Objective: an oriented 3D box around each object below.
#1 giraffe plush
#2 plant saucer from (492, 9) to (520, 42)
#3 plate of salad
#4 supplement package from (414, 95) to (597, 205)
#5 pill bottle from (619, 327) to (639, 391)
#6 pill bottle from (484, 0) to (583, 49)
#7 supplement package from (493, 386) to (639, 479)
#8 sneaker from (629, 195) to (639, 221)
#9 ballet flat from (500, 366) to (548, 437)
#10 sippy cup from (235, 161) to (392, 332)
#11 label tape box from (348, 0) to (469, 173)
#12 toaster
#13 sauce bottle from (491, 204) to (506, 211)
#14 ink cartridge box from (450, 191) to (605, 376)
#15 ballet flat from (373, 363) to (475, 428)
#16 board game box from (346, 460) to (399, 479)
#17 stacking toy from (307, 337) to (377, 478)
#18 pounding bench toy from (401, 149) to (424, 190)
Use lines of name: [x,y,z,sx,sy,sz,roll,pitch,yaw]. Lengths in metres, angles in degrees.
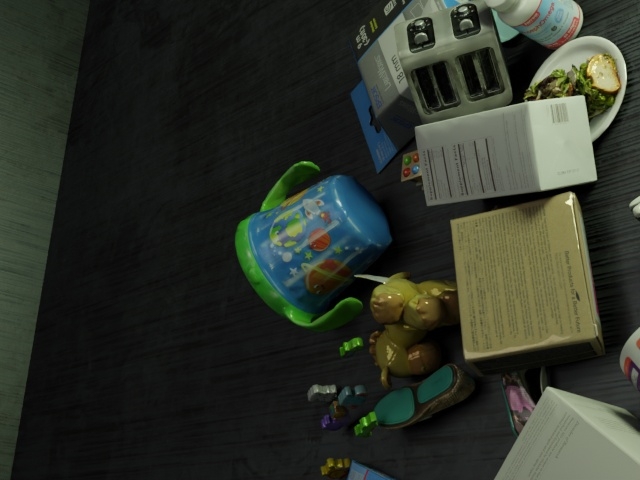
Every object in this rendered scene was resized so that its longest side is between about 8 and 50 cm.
giraffe plush: [0.142,0.155,1.711,0.210,0.181,0.170,12,106,44]
plant saucer: [0.334,-0.397,1.804,0.119,0.021,0.119,-27,55,45]
plate of salad: [0.391,-0.231,1.632,0.200,0.048,0.199,-25,56,45]
supplement package: [0.284,-0.137,1.621,0.244,0.139,0.133,-6,94,52]
pill bottle: [0.469,0.191,1.286,0.108,0.108,0.193,-55,39,21]
pill bottle: [0.341,-0.374,1.666,0.087,0.160,0.087,-27,55,45]
supplement package: [0.382,0.341,1.274,0.293,0.177,0.175,41,107,53]
sneaker: [0.522,-0.007,1.319,0.118,0.110,0.292,-51,40,12]
ballet flat: [0.296,0.191,1.557,0.079,0.077,0.221,-31,54,19]
sippy cup: [0.000,0.000,1.914,0.224,0.240,0.305,-36,86,25]
label tape box: [0.148,-0.327,1.947,0.334,0.106,0.240,-45,43,31]
toaster: [0.225,-0.292,1.739,0.168,0.185,0.110,-14,38,14]
sauce bottle: [0.270,0.003,1.694,0.128,0.042,0.042,-60,37,19]
ink cartridge box: [0.302,0.066,1.523,0.193,0.088,0.234,-12,61,20]
ballet flat: [0.172,0.263,1.681,0.206,0.067,0.073,-34,44,44]
board game box: [0.104,0.472,1.700,0.211,0.039,0.160,14,86,55]
stacking toy: [0.046,0.293,1.805,0.221,0.052,0.167,120,146,-46]
pounding bench toy: [0.182,-0.142,1.851,0.052,0.065,0.083,-16,62,49]
